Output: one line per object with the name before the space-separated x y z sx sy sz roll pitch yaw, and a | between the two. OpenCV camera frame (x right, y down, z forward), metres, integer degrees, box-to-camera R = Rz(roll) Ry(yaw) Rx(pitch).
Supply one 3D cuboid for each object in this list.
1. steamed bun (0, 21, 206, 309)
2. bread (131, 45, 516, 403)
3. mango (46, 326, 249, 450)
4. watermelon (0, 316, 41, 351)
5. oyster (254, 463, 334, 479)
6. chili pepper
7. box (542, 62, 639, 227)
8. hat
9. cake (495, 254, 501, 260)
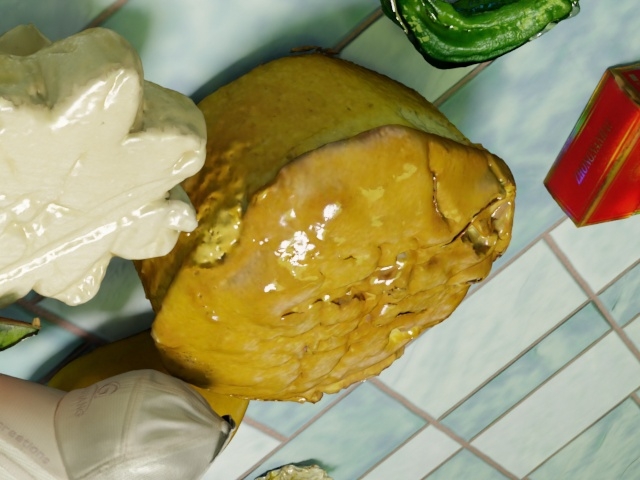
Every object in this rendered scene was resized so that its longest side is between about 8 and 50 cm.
steamed bun | -0.238 -0.073 1.188 0.295 0.137 0.292 -1 140 -33
bread | 0.000 0.000 1.446 0.398 0.215 0.398 -25 151 -15
mango | -0.178 0.180 1.551 0.254 0.175 0.139 -25 159 -17
watermelon | -0.317 0.085 1.304 0.119 0.063 0.245 -12 177 -23
oyster | -0.053 0.356 2.071 0.121 0.045 0.146 -32 152 23
chili pepper | 0.171 -0.233 1.440 0.279 0.065 0.122 -14 147 -26
box | 0.451 -0.134 1.837 0.313 0.089 0.197 -12 143 -34
hat | -0.212 0.154 1.346 0.164 0.226 0.219 -47 -169 15
cake | 0.072 0.011 1.639 0.246 0.112 0.135 -31 147 -1
